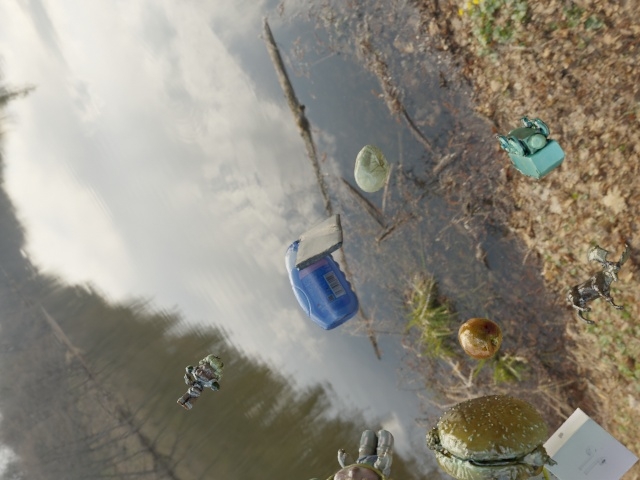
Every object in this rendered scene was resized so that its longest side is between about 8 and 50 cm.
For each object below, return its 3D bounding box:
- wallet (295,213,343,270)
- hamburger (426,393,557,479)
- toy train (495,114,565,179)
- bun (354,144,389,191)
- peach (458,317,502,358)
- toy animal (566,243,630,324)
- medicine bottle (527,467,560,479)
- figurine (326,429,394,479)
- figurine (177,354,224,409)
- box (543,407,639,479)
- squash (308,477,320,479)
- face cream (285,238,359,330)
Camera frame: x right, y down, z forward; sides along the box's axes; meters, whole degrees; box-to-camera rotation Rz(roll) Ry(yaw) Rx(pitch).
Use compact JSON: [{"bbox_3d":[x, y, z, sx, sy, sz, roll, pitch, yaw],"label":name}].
[{"bbox_3d":[0.000,0.001,1.211,0.025,0.124,0.244,57,-170,-14],"label":"wallet"},{"bbox_3d":[0.312,0.374,0.948,0.189,0.215,0.122,-106,7,-86],"label":"hamburger"},{"bbox_3d":[0.625,-0.273,1.484,0.163,0.112,0.203,50,-168,-11],"label":"toy train"},{"bbox_3d":[0.212,-0.291,2.014,0.111,0.188,0.164,-8,151,46],"label":"bun"},{"bbox_3d":[0.531,0.322,1.669,0.138,0.138,0.138,36,146,30],"label":"peach"},{"bbox_3d":[0.785,0.112,1.409,0.094,0.186,0.214,30,130,-21],"label":"toy animal"},{"bbox_3d":[0.623,0.667,1.301,0.232,0.238,0.238,-35,91,24],"label":"medicine bottle"},{"bbox_3d":[0.131,0.656,1.301,0.225,0.382,0.205,-1,109,34],"label":"figurine"},{"bbox_3d":[-0.409,0.481,1.712,0.147,0.197,0.093,25,141,23],"label":"figurine"},{"bbox_3d":[0.522,0.424,0.985,0.130,0.129,0.051,39,-174,-3],"label":"box"},{"bbox_3d":[-0.001,0.613,0.977,0.292,0.082,0.082,-104,6,-48],"label":"squash"},{"bbox_3d":[-0.008,0.110,1.367,0.264,0.149,0.083,59,179,18],"label":"face cream"}]
